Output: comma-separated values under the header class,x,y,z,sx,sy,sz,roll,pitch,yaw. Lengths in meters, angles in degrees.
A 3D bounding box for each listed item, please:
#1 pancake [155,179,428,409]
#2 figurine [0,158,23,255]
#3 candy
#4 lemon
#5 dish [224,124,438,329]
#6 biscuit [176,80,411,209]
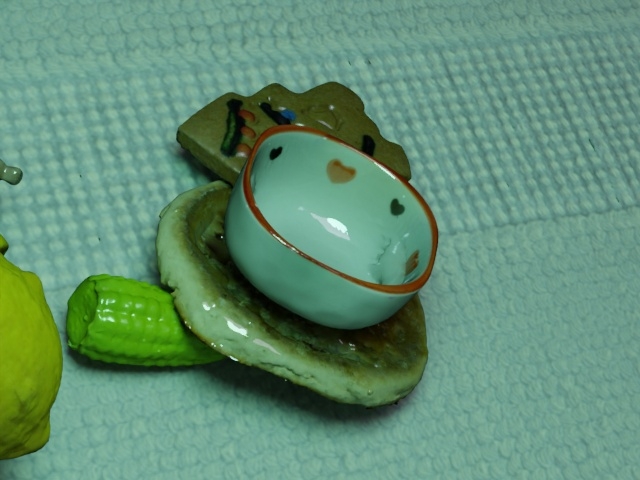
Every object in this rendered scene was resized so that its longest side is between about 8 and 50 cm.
class,x,y,z,sx,sy,sz,roll,pitch,yaw
pancake,-0.029,0.048,1.827,0.356,0.065,0.356,21,34,-15
figurine,-0.428,-0.061,1.710,0.187,0.215,0.344,-32,84,12
candy,-0.175,0.095,1.758,0.209,0.097,0.097,10,56,-27
lemon,-0.372,0.105,1.508,0.288,0.233,0.233,39,53,-12
dish,0.000,0.000,1.752,0.256,0.117,0.256,22,37,-18
biscuit,-0.028,-0.109,1.927,0.301,0.043,0.278,5,45,-26
